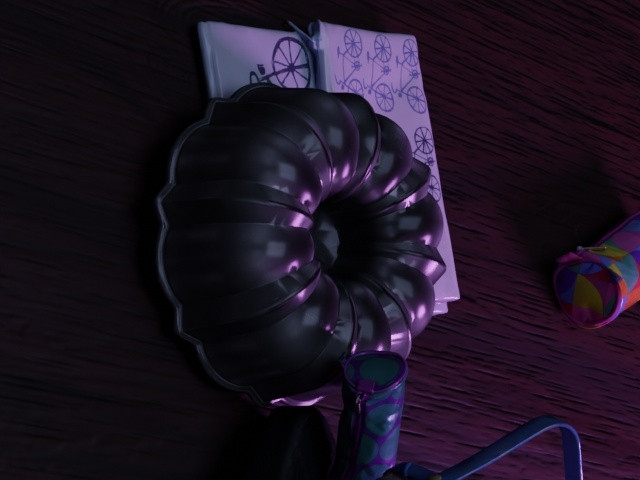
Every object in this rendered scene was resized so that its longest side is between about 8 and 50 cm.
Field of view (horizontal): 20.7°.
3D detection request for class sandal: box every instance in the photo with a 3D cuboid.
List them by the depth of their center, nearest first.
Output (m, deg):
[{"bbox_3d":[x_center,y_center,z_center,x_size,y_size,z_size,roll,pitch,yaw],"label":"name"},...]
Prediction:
[{"bbox_3d":[-0.087,0.326,1.583,0.445,0.107,0.167,-63,143,-53],"label":"sandal"}]

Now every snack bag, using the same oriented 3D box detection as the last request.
[{"bbox_3d":[0.010,-0.080,1.857,0.343,0.037,0.323,2,77,-46],"label":"snack bag"}]

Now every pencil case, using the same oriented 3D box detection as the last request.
[{"bbox_3d":[0.044,0.175,1.661,0.070,0.064,0.151,-42,146,-45],"label":"pencil case"},{"bbox_3d":[0.380,0.025,2.171,0.236,0.104,0.104,-27,98,-49],"label":"pencil case"}]

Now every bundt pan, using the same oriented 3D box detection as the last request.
[{"bbox_3d":[0.000,0.000,1.709,0.331,0.124,0.330,5,82,-42],"label":"bundt pan"}]

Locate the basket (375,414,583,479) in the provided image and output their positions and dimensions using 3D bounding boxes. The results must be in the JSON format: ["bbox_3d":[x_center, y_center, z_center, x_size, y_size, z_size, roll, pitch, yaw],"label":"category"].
[{"bbox_3d":[0.133,0.323,1.616,0.289,0.201,0.254,-25,114,-27],"label":"basket"}]
